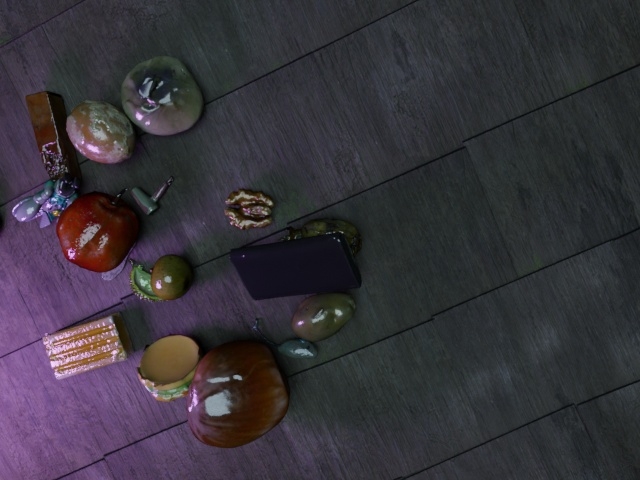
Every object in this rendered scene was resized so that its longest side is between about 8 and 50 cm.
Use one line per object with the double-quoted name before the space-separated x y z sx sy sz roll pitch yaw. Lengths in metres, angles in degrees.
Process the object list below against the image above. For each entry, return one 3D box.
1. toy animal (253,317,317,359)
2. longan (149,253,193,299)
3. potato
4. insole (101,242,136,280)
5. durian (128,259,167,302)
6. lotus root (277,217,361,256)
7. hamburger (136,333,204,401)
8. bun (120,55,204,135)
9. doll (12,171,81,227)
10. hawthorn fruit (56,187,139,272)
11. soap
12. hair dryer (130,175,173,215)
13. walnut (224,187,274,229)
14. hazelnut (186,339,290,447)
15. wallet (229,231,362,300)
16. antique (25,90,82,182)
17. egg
"toy animal" -0.128 0.364 1.832 0.252 0.070 0.079 20 61 13
"longan" -0.526 0.124 1.791 0.176 0.145 0.155 23 71 20
"potato" 0.011 0.253 1.743 0.235 0.178 0.160 -28 106 17
"insole" -0.726 0.063 1.863 0.065 0.006 0.193 34 96 1
"durian" -0.625 0.160 1.845 0.215 0.086 0.100 38 63 -4
"lotus root" 0.000 -0.001 1.743 0.278 0.154 0.154 2 96 7
"hamburger" -0.504 0.453 1.793 0.237 0.237 0.149 -3 130 4
"bun" -0.531 -0.478 1.721 0.272 0.168 0.273 0 94 -4
"doll" -0.933 -0.122 1.763 0.194 0.153 0.258 10 135 -21
"hawthorn fruit" -0.726 -0.054 1.725 0.254 0.254 0.300 42 108 -1
"soap" -0.834 0.377 1.860 0.274 0.089 0.174 -17 93 5
"hair dryer" -0.578 -0.172 1.818 0.154 0.054 0.106 -38 88 -4
"walnut" -0.244 -0.105 1.785 0.170 0.069 0.143 9 95 1
"hazelnut" -0.276 0.509 1.721 0.315 0.372 0.373 0 97 42
"wallet" -0.084 0.091 1.706 0.405 0.062 0.228 -8 128 22
"antique" -0.921 -0.350 1.793 0.087 0.093 0.310 -11 95 5
"egg" -0.726 -0.358 1.726 0.245 0.203 0.203 39 97 8
